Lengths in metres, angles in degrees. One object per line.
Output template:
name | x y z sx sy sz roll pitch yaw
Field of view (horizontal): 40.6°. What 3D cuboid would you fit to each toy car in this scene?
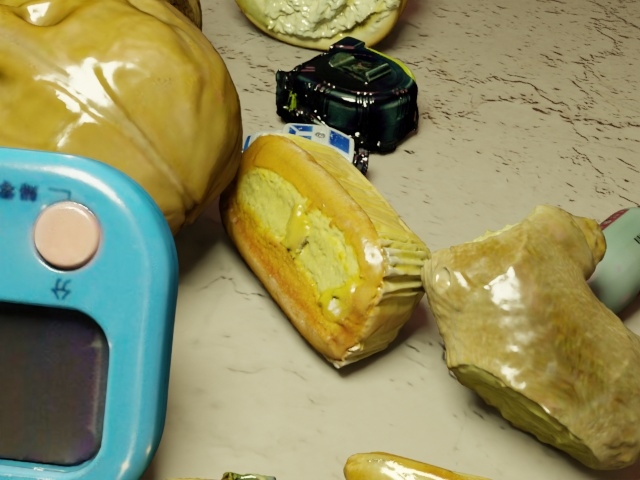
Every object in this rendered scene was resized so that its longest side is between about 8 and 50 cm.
toy car | -0.021 -0.112 1.147 0.170 0.070 0.080 5 38 1

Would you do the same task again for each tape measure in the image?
tape measure | 0.055 -0.213 1.254 0.186 0.112 0.199 31 46 26

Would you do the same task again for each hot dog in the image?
hot dog | 0.132 0.230 0.713 0.269 0.109 0.072 9 76 16

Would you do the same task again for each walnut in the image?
walnut | -0.280 -0.126 0.930 0.398 0.308 0.354 24 59 23

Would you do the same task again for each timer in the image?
timer | -0.292 0.074 0.722 0.340 0.309 0.115 6 3 2

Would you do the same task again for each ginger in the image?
ginger | 0.226 0.082 0.831 0.275 0.130 0.221 29 67 0

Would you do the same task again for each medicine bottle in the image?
medicine bottle | 0.311 0.042 0.977 0.216 0.090 0.090 -30 50 -35

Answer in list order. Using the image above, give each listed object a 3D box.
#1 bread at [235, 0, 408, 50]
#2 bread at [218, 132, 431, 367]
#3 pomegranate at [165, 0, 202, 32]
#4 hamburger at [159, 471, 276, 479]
bread | 0.007 -0.444 1.469 0.315 0.211 0.270 18 32 4
bread | 0.000 0.000 0.953 0.119 0.152 0.288 5 33 -40
pomegranate | -0.322 -0.315 1.211 0.322 0.322 0.322 3 39 -2
hamburger | -0.074 0.241 0.700 0.176 0.087 0.102 14 22 16
